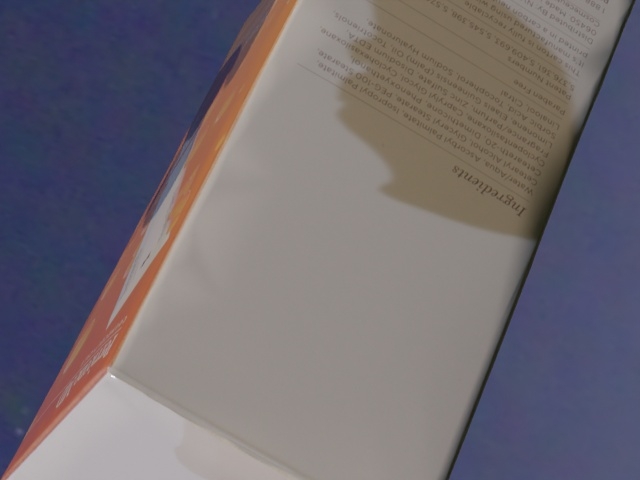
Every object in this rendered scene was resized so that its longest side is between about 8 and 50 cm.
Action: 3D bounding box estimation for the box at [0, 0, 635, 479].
[{"bbox_3d":[0.000,0.000,0.976,0.168,0.215,0.345,30,-120,-10],"label":"box"}]
